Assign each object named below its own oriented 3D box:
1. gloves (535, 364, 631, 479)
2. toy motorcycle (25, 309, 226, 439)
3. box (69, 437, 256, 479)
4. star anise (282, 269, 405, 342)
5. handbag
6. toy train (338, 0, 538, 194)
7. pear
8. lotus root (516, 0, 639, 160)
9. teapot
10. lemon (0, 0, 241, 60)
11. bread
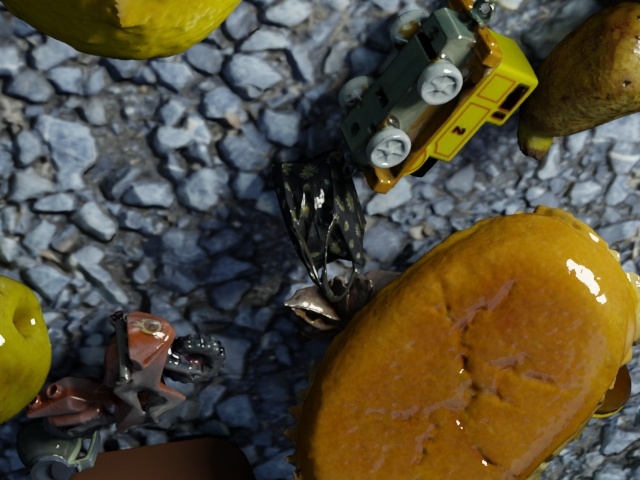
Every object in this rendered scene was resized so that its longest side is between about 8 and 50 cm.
[{"bbox_3d":[0.212,0.225,1.859,0.133,0.116,0.294,21,131,-14],"label":"gloves"},{"bbox_3d":[-0.203,0.133,1.694,0.213,0.084,0.118,-27,140,19],"label":"toy motorcycle"},{"bbox_3d":[-0.157,0.402,1.829,0.239,0.229,0.339,-9,134,7],"label":"box"},{"bbox_3d":[0.031,0.060,1.697,0.129,0.056,0.124,-23,157,-2],"label":"star anise"},{"bbox_3d":[0.000,0.000,1.576,0.072,0.139,0.115,-10,134,8],"label":"handbag"},{"bbox_3d":[0.102,-0.126,1.521,0.127,0.089,0.219,16,126,-37],"label":"toy train"},{"bbox_3d":[-0.333,0.107,1.597,0.162,0.148,0.149,-28,131,14],"label":"pear"},{"bbox_3d":[0.238,-0.141,1.526,0.191,0.108,0.094,-32,104,32],"label":"lotus root"},{"bbox_3d":[-0.272,0.221,1.773,0.088,0.057,0.066,-10,134,-2],"label":"teapot"},{"bbox_3d":[-0.146,-0.263,1.249,0.234,0.233,0.288,-3,130,-9],"label":"lemon"},{"bbox_3d":[0.135,0.137,1.655,0.388,0.236,0.183,-49,166,4],"label":"bread"}]
